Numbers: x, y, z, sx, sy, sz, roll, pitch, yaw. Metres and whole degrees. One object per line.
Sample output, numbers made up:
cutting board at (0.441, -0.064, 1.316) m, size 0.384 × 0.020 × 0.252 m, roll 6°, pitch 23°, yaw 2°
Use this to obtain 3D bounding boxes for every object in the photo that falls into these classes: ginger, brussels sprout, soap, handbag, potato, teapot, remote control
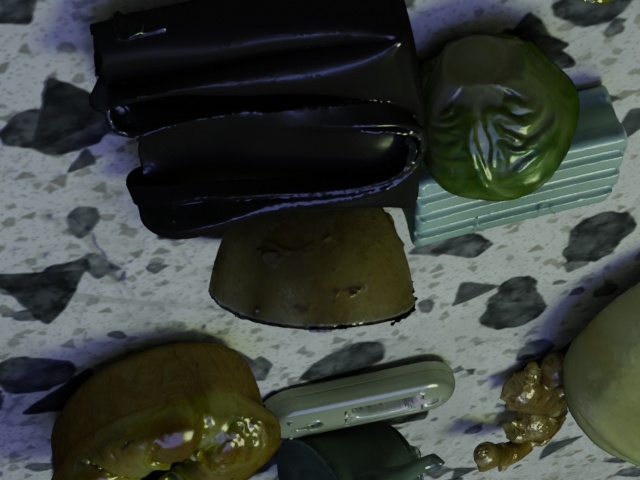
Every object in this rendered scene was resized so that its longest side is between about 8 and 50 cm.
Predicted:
ginger at (0.251, 0.203, 2.293) m, size 0.193 × 0.052 × 0.176 m, roll -45°, pitch 154°, yaw 21°
brussels sprout at (0.150, -0.102, 1.623) m, size 0.155 × 0.117 × 0.155 m, roll -15°, pitch 142°, yaw -12°
soap at (0.171, -0.067, 1.755) m, size 0.198 × 0.066 × 0.119 m, roll -13°, pitch 153°, yaw -7°
handbag at (-0.046, -0.101, 1.543) m, size 0.257 × 0.113 × 0.285 m, roll -9°, pitch 152°, yaw 0°
potato at (0.000, 0.000, 1.734) m, size 0.202 × 0.182 × 0.117 m, roll -7°, pitch 108°, yaw -31°
teapot at (0.050, 0.273, 2.225) m, size 0.149 × 0.162 × 0.239 m, roll -25°, pitch -178°, yaw -27°
remote control at (0.043, 0.180, 2.146) m, size 0.221 × 0.042 × 0.078 m, roll -12°, pitch 152°, yaw -7°

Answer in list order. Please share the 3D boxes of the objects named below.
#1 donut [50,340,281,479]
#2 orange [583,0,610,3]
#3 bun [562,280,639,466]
donut at (-0.172, 0.207, 1.988) m, size 0.208 × 0.128 × 0.261 m, roll 10°, pitch 142°, yaw -38°
orange at (0.166, -0.267, 1.289) m, size 0.237 × 0.158 × 0.179 m, roll 20°, pitch 97°, yaw -56°
bun at (0.459, 0.156, 2.151) m, size 0.364 × 0.202 × 0.364 m, roll -15°, pitch 150°, yaw -9°
